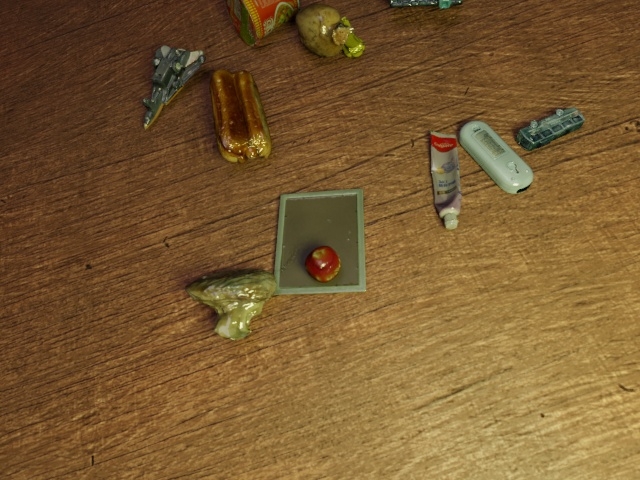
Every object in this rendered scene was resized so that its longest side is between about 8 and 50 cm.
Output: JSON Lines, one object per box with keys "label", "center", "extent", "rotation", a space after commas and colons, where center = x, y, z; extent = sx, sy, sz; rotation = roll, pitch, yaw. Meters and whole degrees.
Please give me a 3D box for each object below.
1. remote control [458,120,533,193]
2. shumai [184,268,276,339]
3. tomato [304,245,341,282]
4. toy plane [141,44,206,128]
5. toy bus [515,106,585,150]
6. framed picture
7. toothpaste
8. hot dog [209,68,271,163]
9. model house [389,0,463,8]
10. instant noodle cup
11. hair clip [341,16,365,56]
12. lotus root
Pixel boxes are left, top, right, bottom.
{"label": "remote control", "center": [0.453, -0.223, 1.066], "extent": [0.087, 0.047, 0.244], "rotation": [-28, 63, -7]}
{"label": "shumai", "center": [-0.204, 0.147, 0.964], "extent": [0.209, 0.161, 0.153], "rotation": [-6, 89, -26]}
{"label": "tomato", "center": [0.006, 0.053, 0.972], "extent": [0.087, 0.075, 0.087], "rotation": [-4, 58, 7]}
{"label": "toy plane", "center": [-0.527, -0.519, 1.368], "extent": [0.204, 0.103, 0.317], "rotation": [15, 67, 17]}
{"label": "toy bus", "center": [0.600, -0.292, 1.073], "extent": [0.165, 0.047, 0.065], "rotation": [-25, 65, -3]}
{"label": "framed picture", "center": [0.000, 0.000, 1.055], "extent": [0.231, 0.019, 0.297], "rotation": [-2, 63, 9]}
{"label": "toothpaste", "center": [0.327, -0.165, 1.062], "extent": [0.075, 0.048, 0.301], "rotation": [-3, 61, 14]}
{"label": "hot dog", "center": [-0.248, -0.370, 1.234], "extent": [0.158, 0.117, 0.349], "rotation": [-9, 63, -16]}
{"label": "model house", "center": [0.324, -0.846, 1.305], "extent": [0.260, 0.226, 0.241], "rotation": [4, 65, 15]}
{"label": "instant noodle cup", "center": [-0.188, -0.805, 1.419], "extent": [0.212, 0.193, 0.193], "rotation": [-35, 62, -16]}
{"label": "hair clip", "center": [0.094, -0.663, 1.356], "extent": [0.072, 0.046, 0.173], "rotation": [-27, 60, 7]}
{"label": "lotus root", "center": [-0.002, -0.675, 1.323], "extent": [0.140, 0.154, 0.257], "rotation": [-37, 44, -4]}
